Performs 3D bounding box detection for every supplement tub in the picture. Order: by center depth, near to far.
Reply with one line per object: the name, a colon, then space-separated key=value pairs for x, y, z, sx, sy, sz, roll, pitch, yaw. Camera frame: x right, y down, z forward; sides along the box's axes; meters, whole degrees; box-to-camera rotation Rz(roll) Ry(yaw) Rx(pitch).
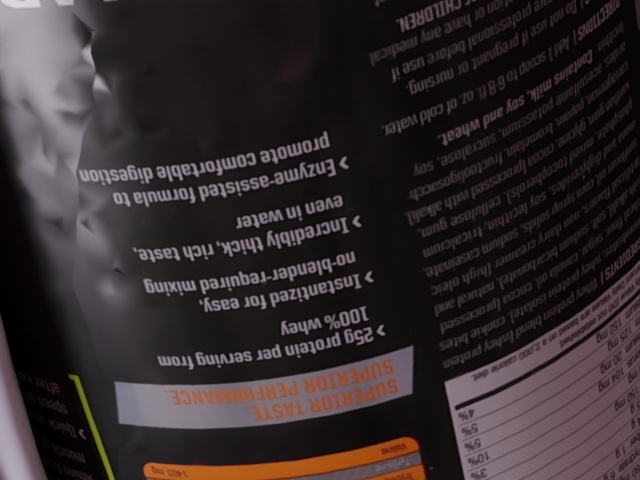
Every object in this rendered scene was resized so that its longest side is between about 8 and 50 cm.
supplement tub: x=0.000 y=0.000 z=0.485 sx=0.193 sy=0.193 sz=0.316 roll=-4 pitch=126 yaw=13

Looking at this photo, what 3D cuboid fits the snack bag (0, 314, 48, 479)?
snack bag: x=-0.177 y=0.015 z=0.524 sx=0.342 sy=0.037 sz=0.323 roll=25 pitch=140 yaw=40
